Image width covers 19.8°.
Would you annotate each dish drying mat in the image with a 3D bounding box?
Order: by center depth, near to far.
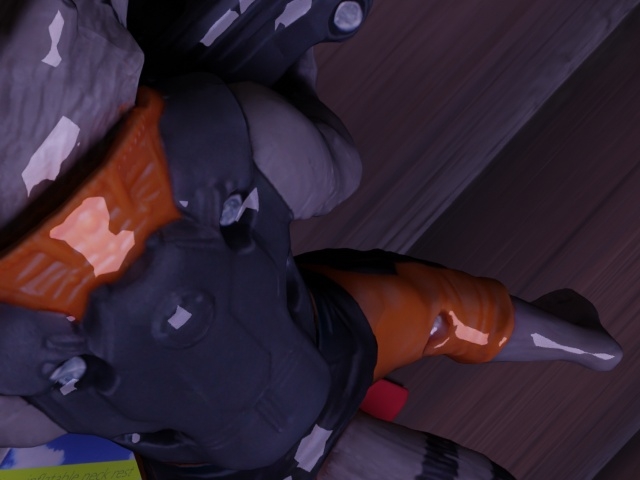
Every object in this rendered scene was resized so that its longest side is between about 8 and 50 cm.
[{"bbox_3d":[0.021,0.083,0.955,0.032,0.008,0.083,-51,152,6],"label":"dish drying mat"}]

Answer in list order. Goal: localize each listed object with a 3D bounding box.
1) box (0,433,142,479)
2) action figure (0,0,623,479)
[{"bbox_3d":[-0.117,0.096,0.738,0.109,0.042,0.178,3,126,-57],"label":"box"},{"bbox_3d":[0.000,0.000,0.604,0.341,0.178,0.330,-51,132,-1],"label":"action figure"}]
